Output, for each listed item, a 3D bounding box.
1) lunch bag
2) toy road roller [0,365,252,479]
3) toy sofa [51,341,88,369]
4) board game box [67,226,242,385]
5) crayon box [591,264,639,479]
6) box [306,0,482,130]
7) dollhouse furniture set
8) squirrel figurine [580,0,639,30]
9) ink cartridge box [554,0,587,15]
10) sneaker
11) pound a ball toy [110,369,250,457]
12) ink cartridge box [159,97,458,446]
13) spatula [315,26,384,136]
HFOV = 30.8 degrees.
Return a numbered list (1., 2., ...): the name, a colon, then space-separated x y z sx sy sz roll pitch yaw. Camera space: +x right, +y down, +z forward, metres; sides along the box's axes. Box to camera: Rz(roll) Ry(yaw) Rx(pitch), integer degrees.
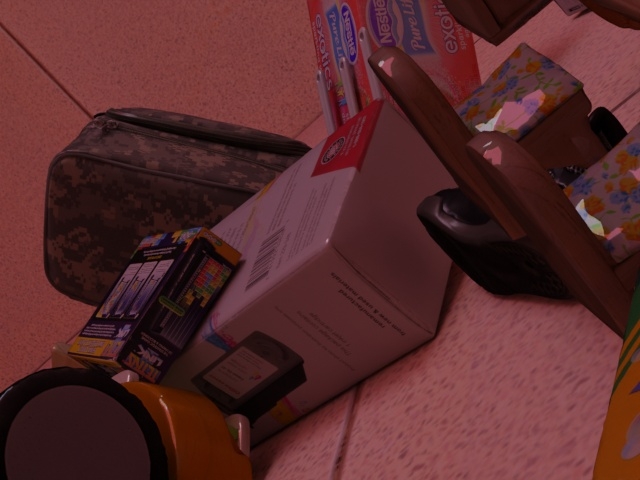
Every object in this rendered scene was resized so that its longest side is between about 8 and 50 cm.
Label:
1. lunch bag: -0.152 -0.043 1.377 0.256 0.305 0.212 -61 -19 -62
2. toy road roller: -0.094 0.231 0.572 0.202 0.241 0.329 -34 50 44
3. toy sofa: -0.163 0.109 1.471 0.362 0.177 0.150 -52 -19 -41
4. board game box: -0.154 0.060 1.055 0.141 0.048 0.170 -59 20 -16
5. crayon box: 0.191 0.048 0.368 0.203 0.083 0.323 -38 12 35
6. box: 0.084 -0.240 1.380 0.142 0.299 0.154 -8 -4 -22
7. dollhouse furniture set: 0.165 -0.215 0.672 0.362 0.256 0.394 -41 34 1
8. squirrel figurine: 0.362 -0.341 1.025 0.370 0.281 0.397 -53 -7 10
9. ink cartridge box: 0.418 -0.385 1.446 0.223 0.045 0.224 -46 10 -11
10. sneaker: 0.157 -0.028 0.851 0.130 0.087 0.227 -44 12 -12
11. pound a ball toy: -0.238 0.229 0.998 0.319 0.208 0.135 -35 41 38
12. ink cartridge box: -0.025 0.043 1.068 0.306 0.131 0.226 -37 22 37
13. spatula: 0.043 -0.101 1.308 0.019 0.242 0.168 -9 -10 -26
